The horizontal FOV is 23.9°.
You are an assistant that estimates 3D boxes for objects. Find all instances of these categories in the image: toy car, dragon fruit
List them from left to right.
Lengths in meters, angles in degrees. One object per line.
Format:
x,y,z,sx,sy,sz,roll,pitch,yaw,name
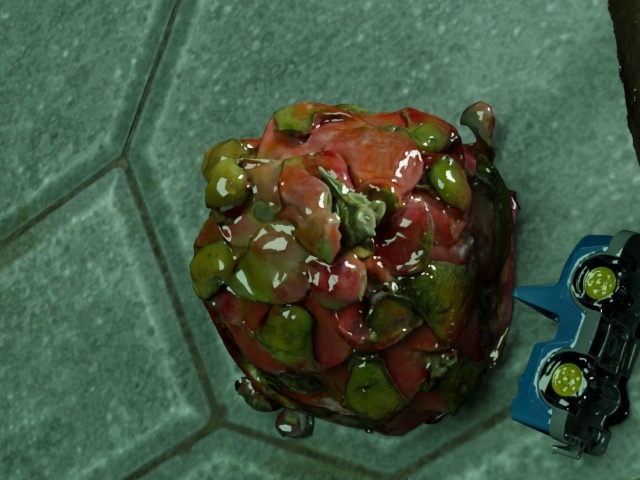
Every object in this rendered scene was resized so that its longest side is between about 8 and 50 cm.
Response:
0.000,0.000,1.310,0.296,0.263,0.314,-1,74,32,dragon fruit
0.211,0.082,1.255,0.100,0.097,0.191,16,83,35,toy car

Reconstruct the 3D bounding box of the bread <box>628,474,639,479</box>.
0.333,0.231,1.133,0.172,0.064,0.232,-42,42,-7,bread

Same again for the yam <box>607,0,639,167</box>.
0.307,-0.121,1.212,0.131,0.131,0.279,-12,85,28,yam
